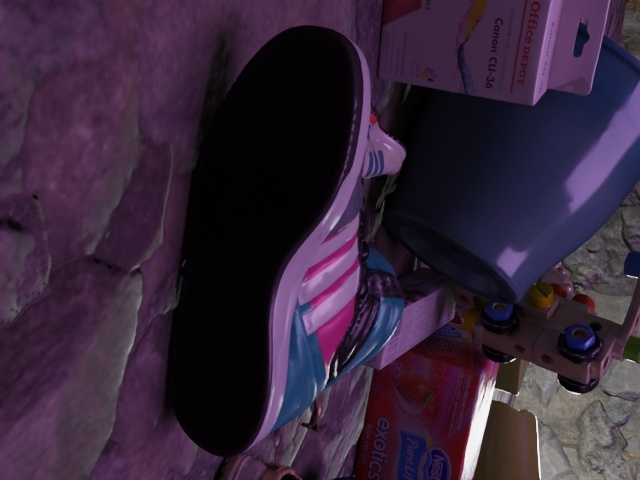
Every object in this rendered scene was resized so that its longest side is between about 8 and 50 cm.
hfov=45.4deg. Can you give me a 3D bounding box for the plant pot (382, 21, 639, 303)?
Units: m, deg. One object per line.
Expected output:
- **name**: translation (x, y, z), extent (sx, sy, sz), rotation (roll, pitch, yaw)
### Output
- **plant pot**: translation (0.214, -0.077, 0.874), extent (0.255, 0.271, 0.271), rotation (-56, 154, -10)

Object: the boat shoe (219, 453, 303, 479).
- **boat shoe**: translation (-0.041, 0.240, 0.711), extent (0.063, 0.059, 0.170), rotation (-68, 157, -16)

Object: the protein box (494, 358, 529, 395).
- **protein box**: translation (0.353, 0.150, 1.491), extent (0.201, 0.136, 0.200), rotation (-57, 151, -36)

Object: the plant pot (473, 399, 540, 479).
- **plant pot**: translation (0.328, 0.461, 1.516), extent (0.276, 0.276, 0.254), rotation (65, 33, -58)

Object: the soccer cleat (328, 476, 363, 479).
- **soccer cleat**: translation (-0.010, 0.400, 0.888), extent (0.121, 0.093, 0.289), rotation (-5, 116, -35)

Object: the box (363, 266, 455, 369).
- **box**: translation (0.105, 0.088, 0.955), extent (0.324, 0.063, 0.067), rotation (-13, 116, -65)

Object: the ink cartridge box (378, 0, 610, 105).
- **ink cartridge box**: translation (0.161, -0.199, 0.723), extent (0.067, 0.198, 0.115), rotation (-42, 141, -54)

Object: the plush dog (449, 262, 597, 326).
- **plush dog**: translation (0.309, 0.085, 1.229), extent (0.225, 0.262, 0.211), rotation (76, 26, -64)

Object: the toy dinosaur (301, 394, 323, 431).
- **toy dinosaur**: translation (-0.010, 0.128, 0.720), extent (0.183, 0.053, 0.093), rotation (38, 68, -66)

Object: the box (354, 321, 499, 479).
- **box**: translation (0.145, 0.272, 1.064), extent (0.154, 0.142, 0.300), rotation (-24, 126, -63)

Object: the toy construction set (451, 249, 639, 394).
- **toy construction set**: translation (0.304, 0.066, 0.969), extent (0.215, 0.327, 0.151), rotation (-45, 123, -33)

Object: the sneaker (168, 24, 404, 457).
- **sneaker**: translation (0.000, 0.000, 0.561), extent (0.178, 0.124, 0.295), rotation (-14, 125, -60)

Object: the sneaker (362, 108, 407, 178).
- **sneaker**: translation (0.027, -0.077, 0.691), extent (0.075, 0.057, 0.161), rotation (-57, 159, 1)
